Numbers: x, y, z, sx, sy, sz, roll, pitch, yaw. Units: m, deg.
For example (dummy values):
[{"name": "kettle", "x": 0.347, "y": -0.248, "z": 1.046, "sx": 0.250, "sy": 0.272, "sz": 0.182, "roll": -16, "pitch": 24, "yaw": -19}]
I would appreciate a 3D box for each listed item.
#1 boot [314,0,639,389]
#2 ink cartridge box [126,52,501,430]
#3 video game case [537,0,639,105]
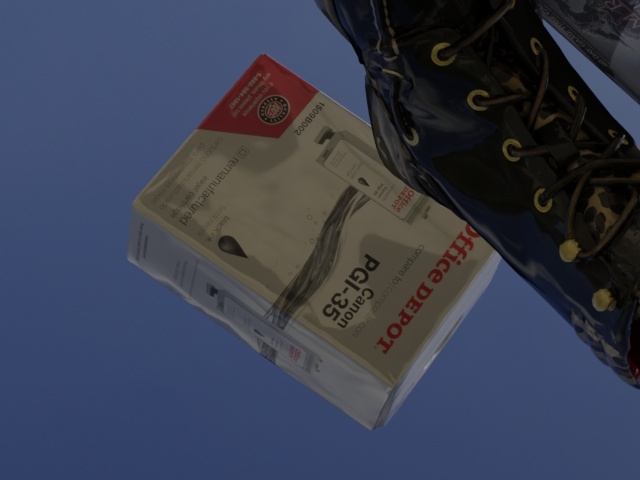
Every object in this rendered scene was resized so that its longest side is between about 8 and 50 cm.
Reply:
[{"name": "boot", "x": 0.137, "y": -0.077, "z": 1.140, "sx": 0.138, "sy": 0.377, "sz": 0.284, "roll": -36, "pitch": -121, "yaw": -13}, {"name": "ink cartridge box", "x": 0.000, "y": 0.000, "z": 1.603, "sx": 0.283, "sy": 0.117, "sz": 0.207, "roll": 34, "pitch": -116, "yaw": 8}, {"name": "video game case", "x": 0.247, "y": -0.188, "z": 1.270, "sx": 0.026, "sy": 0.196, "sz": 0.274, "roll": -57, "pitch": -164, "yaw": -22}]
